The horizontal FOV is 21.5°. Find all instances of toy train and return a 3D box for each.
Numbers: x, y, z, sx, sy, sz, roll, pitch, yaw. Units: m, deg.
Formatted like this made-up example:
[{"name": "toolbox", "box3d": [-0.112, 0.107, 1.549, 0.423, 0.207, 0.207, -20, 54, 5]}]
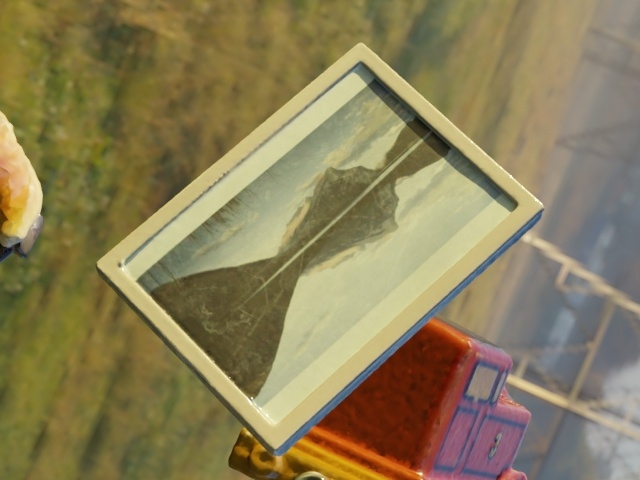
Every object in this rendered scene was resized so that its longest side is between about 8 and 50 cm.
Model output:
[{"name": "toy train", "box3d": [0.067, 0.171, 1.318, 0.232, 0.163, 0.369, -66, 155, 1]}]

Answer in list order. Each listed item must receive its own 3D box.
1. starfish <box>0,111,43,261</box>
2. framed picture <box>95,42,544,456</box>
[{"name": "starfish", "box3d": [-0.267, -0.141, 0.593, 0.132, 0.383, 0.398, 100, -3, -58]}, {"name": "framed picture", "box3d": [0.000, 0.000, 0.924, 0.203, 0.150, 0.015, -41, 161, -14]}]
